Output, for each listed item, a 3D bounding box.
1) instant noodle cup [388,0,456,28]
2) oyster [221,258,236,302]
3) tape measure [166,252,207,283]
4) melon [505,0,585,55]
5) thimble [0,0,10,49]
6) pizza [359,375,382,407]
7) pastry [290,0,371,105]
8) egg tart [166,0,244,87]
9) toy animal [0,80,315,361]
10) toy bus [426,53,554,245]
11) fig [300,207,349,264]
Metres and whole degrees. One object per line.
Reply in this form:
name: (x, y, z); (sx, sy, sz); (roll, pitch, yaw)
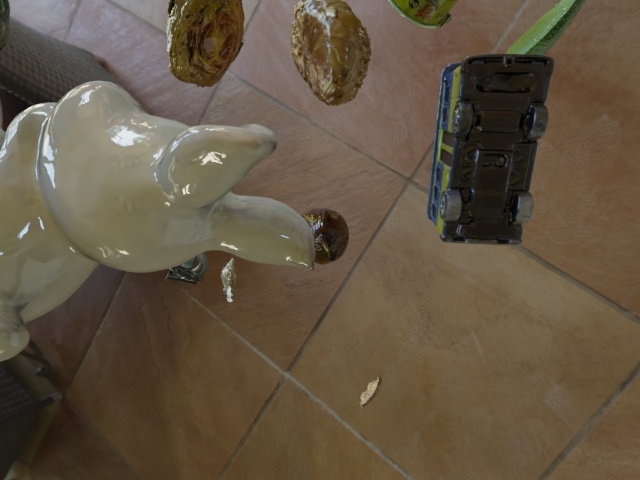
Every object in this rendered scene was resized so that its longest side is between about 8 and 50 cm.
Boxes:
instant noodle cup: (0.367, -0.876, 1.311); (0.221, 0.312, 0.311); (-29, 80, 59)
oyster: (-0.327, 0.153, 1.466); (0.121, 0.045, 0.146); (-54, 49, 32)
tape measure: (-0.353, 0.043, 1.059); (0.104, 0.179, 0.107); (4, 63, 3)
melon: (0.492, -0.464, 0.897); (0.053, 0.114, 0.261); (26, 136, -13)
thimble: (-0.314, -0.192, 0.304); (0.119, 0.090, 0.135); (-8, 118, -10)
pizza: (0.117, 0.350, 0.952); (0.016, 0.037, 0.083); (47, 71, -26)
pastry: (0.036, -0.515, 1.122); (0.162, 0.255, 0.310); (-17, 63, -21)
egg tart: (-0.324, -0.574, 1.119); (0.132, 0.297, 0.297); (35, 103, 18)
toy animal: (-0.200, -0.019, 0.401); (0.368, 0.196, 0.241); (-13, 57, 6)
toy bus: (0.269, -0.148, 0.687); (0.138, 0.175, 0.287); (3, 108, 5)
fig: (0.030, -0.007, 1.247); (0.290, 0.191, 0.190); (8, 97, 62)
